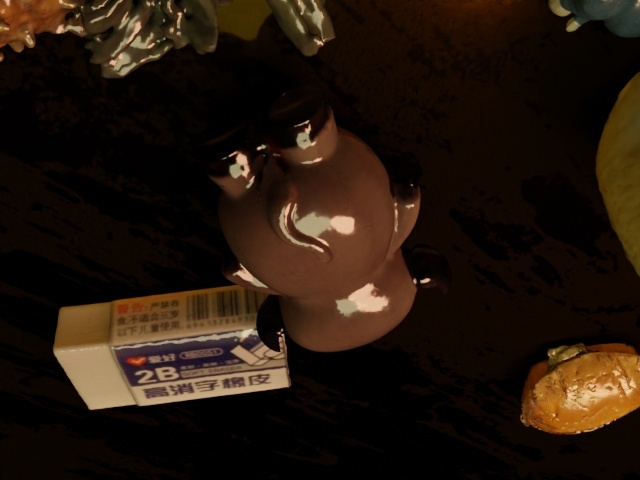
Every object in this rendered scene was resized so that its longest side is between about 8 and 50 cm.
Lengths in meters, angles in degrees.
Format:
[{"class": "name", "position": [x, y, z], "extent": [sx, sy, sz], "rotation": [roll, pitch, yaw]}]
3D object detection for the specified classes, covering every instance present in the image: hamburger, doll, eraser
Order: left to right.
[{"class": "eraser", "position": [-0.139, 0.107, 0.719], "extent": [0.210, 0.068, 0.125], "rotation": [-7, 142, -3]}, {"class": "doll", "position": [0.000, 0.001, 0.582], "extent": [0.181, 0.117, 0.257], "rotation": [-20, 138, 12]}, {"class": "hamburger", "position": [0.312, 0.174, 0.871], "extent": [0.176, 0.087, 0.102], "rotation": [-24, 140, 20]}, {"class": "doll", "position": [0.202, -0.165, 0.484], "extent": [0.083, 0.051, 0.076], "rotation": [4, 142, -18]}]

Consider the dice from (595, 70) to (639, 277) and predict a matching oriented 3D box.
[{"class": "dice", "position": [0.374, -0.031, 0.517], "extent": [0.251, 0.250, 0.254], "rotation": [23, 130, -33]}]

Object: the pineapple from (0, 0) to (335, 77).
[{"class": "pineapple", "position": [-0.118, -0.165, 0.364], "extent": [0.309, 0.141, 0.170], "rotation": [-2, 115, -20]}]
